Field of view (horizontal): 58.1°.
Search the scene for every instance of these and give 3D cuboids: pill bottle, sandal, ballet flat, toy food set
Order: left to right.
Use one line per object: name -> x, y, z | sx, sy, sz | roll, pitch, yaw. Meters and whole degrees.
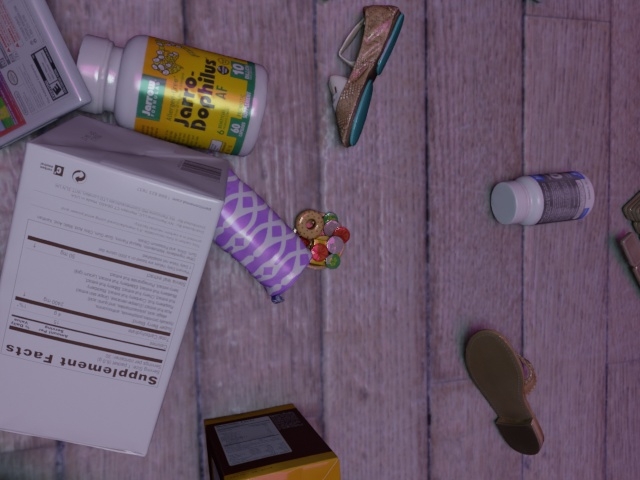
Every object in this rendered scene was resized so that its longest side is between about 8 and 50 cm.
pill bottle -> -0.177, -0.177, 0.691 | 0.208, 0.117, 0.118 | 10, 90, -18
toy food set -> 0.000, 0.000, 0.808 | 0.082, 0.020, 0.083 | 10, 90, -18
ballet flat -> 0.051, -0.230, 0.796 | 0.067, 0.073, 0.206 | 21, 84, 10
sandal -> 0.298, 0.217, 0.902 | 0.079, 0.088, 0.240 | -42, 115, -43
pill bottle -> 0.338, -0.063, 0.881 | 0.137, 0.078, 0.078 | -7, 96, -17

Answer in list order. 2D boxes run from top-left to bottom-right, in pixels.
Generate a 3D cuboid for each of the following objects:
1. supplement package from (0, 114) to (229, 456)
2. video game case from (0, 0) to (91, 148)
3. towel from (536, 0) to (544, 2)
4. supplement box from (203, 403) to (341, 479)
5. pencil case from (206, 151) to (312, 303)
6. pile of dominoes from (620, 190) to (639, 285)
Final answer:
supplement package -> -0.221, 0.043, 0.613 | 0.175, 0.177, 0.293 | 16, 108, -13
video game case -> -0.364, -0.211, 0.627 | 0.183, 0.023, 0.201 | -18, 101, 21
towel -> 0.294, -0.524, 0.816 | 0.235, 0.121, 0.284 | 19, 88, -17
supplement box -> -0.062, 0.336, 0.719 | 0.129, 0.194, 0.191 | -6, 95, -18
pencil case -> -0.102, -0.018, 0.742 | 0.206, 0.088, 0.086 | 47, 59, -14
pile of dominoes -> 0.612, 0.019, 1.008 | 0.196, 0.040, 0.251 | -40, 112, -12
